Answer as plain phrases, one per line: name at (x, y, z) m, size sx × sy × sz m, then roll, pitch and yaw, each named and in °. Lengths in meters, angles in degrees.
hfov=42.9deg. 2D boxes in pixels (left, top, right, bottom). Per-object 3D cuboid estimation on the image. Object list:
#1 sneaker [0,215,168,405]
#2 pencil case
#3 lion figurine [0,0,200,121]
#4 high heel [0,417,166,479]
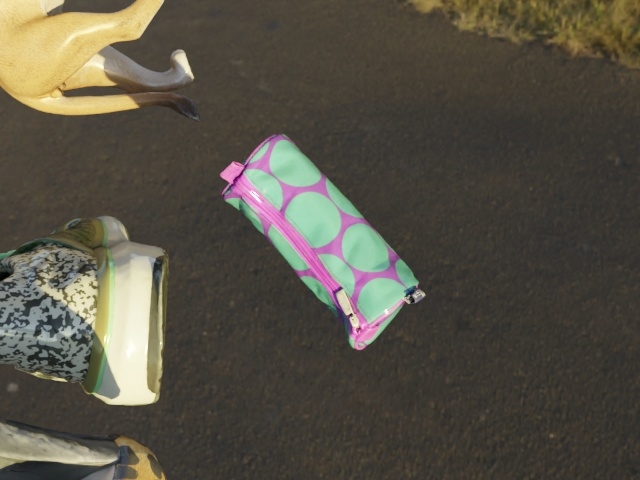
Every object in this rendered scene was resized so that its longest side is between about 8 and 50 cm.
sneaker at (-0.270, 0.043, 0.755) m, size 0.182 × 0.157 × 0.410 m, roll 9°, pitch -3°, yaw -27°
pencil case at (0.000, 0.000, 0.561) m, size 0.151 × 0.064 × 0.070 m, roll 48°, pitch 31°, yaw 5°
lion figurine at (-0.285, -0.256, 0.761) m, size 0.240 × 0.392 × 0.142 m, roll -22°, pitch -1°, yaw -5°
high heel at (-0.101, 0.208, 0.400) m, size 0.093 × 0.186 × 0.261 m, roll -31°, pitch 57°, yaw 11°
